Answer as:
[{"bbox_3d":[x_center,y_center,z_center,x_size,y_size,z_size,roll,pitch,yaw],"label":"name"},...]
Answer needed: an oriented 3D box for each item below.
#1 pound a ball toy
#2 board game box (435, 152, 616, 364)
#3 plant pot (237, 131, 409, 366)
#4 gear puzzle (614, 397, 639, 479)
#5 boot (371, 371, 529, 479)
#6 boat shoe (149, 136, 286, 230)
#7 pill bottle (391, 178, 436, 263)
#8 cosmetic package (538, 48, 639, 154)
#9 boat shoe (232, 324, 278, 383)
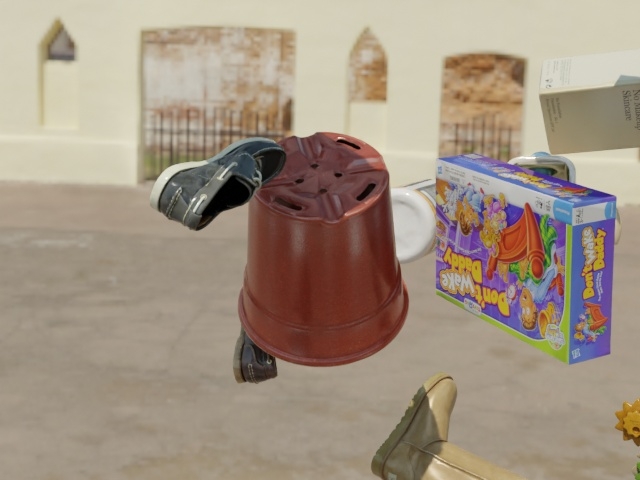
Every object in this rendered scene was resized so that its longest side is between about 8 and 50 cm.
[{"bbox_3d":[0.458,-0.078,1.985,0.208,0.136,0.319,-1,-10,15],"label":"pound a ball toy"},{"bbox_3d":[0.296,0.015,1.589,0.078,0.234,0.347,-10,18,-24],"label":"board game box"},{"bbox_3d":[0.000,0.000,1.583,0.272,0.265,0.272,-1,43,1],"label":"plant pot"},{"bbox_3d":[0.643,0.415,1.843,0.339,0.175,0.044,53,28,18],"label":"gear puzzle"},{"bbox_3d":[0.253,0.367,1.766,0.269,0.236,0.089,23,-26,32],"label":"boot"},{"bbox_3d":[-0.112,-0.069,1.341,0.079,0.084,0.233,29,32,23],"label":"boat shoe"},{"bbox_3d":[0.216,-0.048,2.283,0.162,0.162,0.278,5,11,26],"label":"pill bottle"},{"bbox_3d":[0.577,-0.264,1.984,0.309,0.160,0.113,-4,44,22],"label":"cosmetic package"},{"bbox_3d":[-0.091,0.140,1.701,0.073,0.073,0.207,-10,49,15],"label":"boat shoe"}]
